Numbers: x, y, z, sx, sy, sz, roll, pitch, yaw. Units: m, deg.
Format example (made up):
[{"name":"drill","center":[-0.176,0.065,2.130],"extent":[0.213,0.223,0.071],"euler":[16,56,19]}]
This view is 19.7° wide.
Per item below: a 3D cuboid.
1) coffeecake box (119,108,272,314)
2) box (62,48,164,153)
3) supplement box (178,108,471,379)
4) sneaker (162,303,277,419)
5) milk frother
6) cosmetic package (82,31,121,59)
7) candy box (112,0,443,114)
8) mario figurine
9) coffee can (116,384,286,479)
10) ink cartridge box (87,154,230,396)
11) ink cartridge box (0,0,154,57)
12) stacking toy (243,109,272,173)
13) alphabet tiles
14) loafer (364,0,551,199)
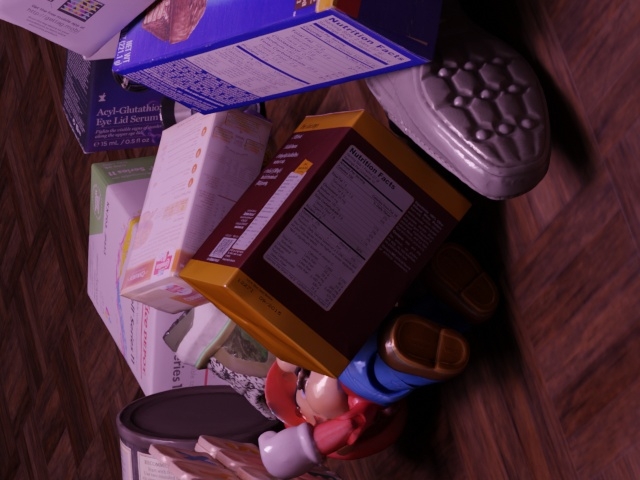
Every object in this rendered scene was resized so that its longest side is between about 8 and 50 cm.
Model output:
[{"name":"coffeecake box","center":[-0.126,-0.030,1.857],"extent":[0.142,0.068,0.185],"euler":[-18,54,61]},{"name":"box","center":[-0.224,-0.224,2.250],"extent":[0.108,0.153,0.207],"euler":[-122,31,-44]},{"name":"supplement box","center":[0.000,0.000,1.631],"extent":[0.129,0.194,0.191],"euler":[41,171,-13]},{"name":"sneaker","center":[-0.014,0.079,1.927],"extent":[0.182,0.158,0.410],"euler":[48,151,1]},{"name":"milk frother","center":[-0.157,-0.172,2.116],"extent":[0.135,0.143,0.129],"euler":[-177,88,-70]},{"name":"cosmetic package","center":[-0.182,-0.314,2.023],"extent":[0.225,0.224,0.138],"euler":[-124,34,-48]},{"name":"candy box","center":[-0.026,-0.269,1.587],"extent":[0.317,0.122,0.268],"euler":[-8,66,49]},{"name":"mario figurine","center":[0.026,0.105,1.710],"extent":[0.170,0.198,0.320],"euler":[64,149,13]},{"name":"coffee can","center":[-0.127,0.327,2.127],"extent":[0.201,0.201,0.275],"euler":[-153,58,-64]},{"name":"ink cartridge box","center":[-0.185,0.062,2.289],"extent":[0.353,0.119,0.207],"euler":[-130,39,-53]},{"name":"ink cartridge box","center":[-0.178,-0.368,1.619],"extent":[0.272,0.130,0.309],"euler":[-34,49,36]},{"name":"stacking toy","center":[-0.080,-0.083,1.940],"extent":[0.167,0.052,0.221],"euler":[-46,32,45]},{"name":"alphabet tiles","center":[-0.014,0.239,1.749],"extent":[0.284,0.278,0.021],"euler":[23,97,65]},{"name":"loafer","center":[0.106,-0.126,1.555],"extent":[0.319,0.112,0.111],"euler":[-116,20,-49]}]
